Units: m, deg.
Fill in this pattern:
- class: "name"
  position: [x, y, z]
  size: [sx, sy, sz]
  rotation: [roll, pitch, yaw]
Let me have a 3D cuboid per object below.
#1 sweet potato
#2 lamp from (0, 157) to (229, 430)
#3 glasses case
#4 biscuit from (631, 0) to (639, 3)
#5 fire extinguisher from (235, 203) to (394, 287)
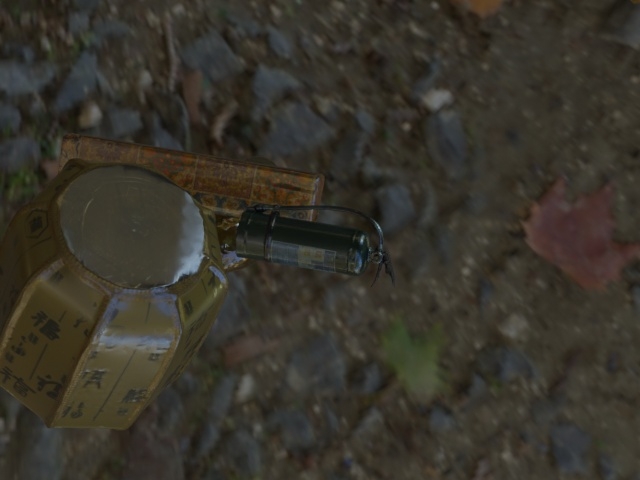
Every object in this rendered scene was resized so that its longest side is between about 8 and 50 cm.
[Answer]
- class: "sweet potato"
  position: [-0.084, -0.010, 1.740]
  size: [0.108, 0.346, 0.079]
  rotation: [-19, 105, 30]
- class: "lamp"
  position: [-0.154, 0.040, 1.258]
  size: [0.161, 0.161, 0.185]
  rotation: [11, 142, -14]
- class: "glasses case"
  position: [-0.109, -0.050, 1.524]
  size: [0.218, 0.075, 0.049]
  rotation: [10, 93, 3]
- class: "biscuit"
  position: [0.218, -0.303, 1.445]
  size: [0.035, 0.184, 0.249]
  rotation: [-20, 101, 29]
- class: "fire extinguisher"
  position: [0.000, 0.000, 0.912]
  size: [0.083, 0.025, 0.038]
  rotation: [11, 94, 11]
